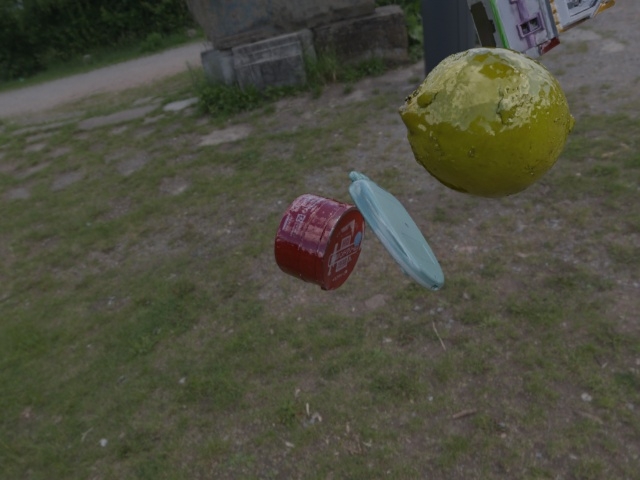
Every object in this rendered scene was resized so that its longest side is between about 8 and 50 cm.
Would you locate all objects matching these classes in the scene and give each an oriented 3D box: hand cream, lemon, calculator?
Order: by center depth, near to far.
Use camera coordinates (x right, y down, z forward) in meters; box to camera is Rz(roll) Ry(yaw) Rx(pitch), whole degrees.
[{"bbox_3d":[0.191,-0.137,0.559,0.206,0.173,0.173,7,29,-20],"label":"lemon"},{"bbox_3d":[0.136,-0.030,0.881,0.042,0.184,0.295,-42,55,20],"label":"calculator"},{"bbox_3d":[0.000,0.000,1.181,0.149,0.230,0.230,21,46,24],"label":"hand cream"}]

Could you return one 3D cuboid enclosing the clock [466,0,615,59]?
[{"bbox_3d":[0.499,-0.545,1.034,0.310,0.235,0.166,-23,19,8],"label":"clock"}]
